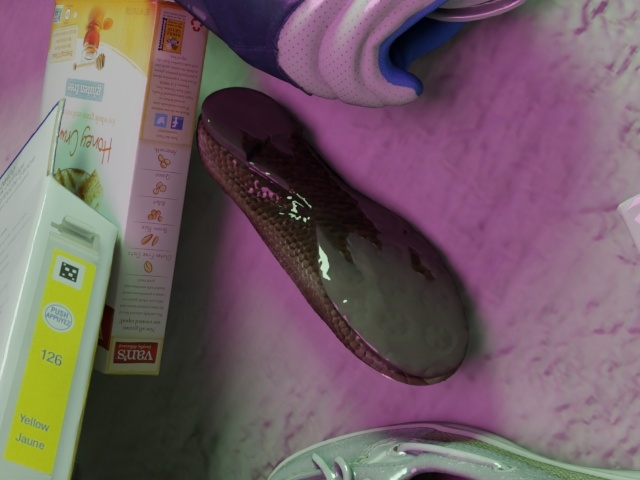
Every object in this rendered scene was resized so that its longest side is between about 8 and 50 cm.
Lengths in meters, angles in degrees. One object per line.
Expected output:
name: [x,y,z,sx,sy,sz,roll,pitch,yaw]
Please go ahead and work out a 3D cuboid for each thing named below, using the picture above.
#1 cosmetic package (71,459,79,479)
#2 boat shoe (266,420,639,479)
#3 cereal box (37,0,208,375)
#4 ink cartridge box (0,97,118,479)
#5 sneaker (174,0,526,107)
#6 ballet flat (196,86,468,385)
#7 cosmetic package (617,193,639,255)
cosmetic package: [-0.240,0.168,0.960,0.115,0.041,0.060,27,103,34]
boat shoe: [0.083,0.167,0.687,0.320,0.103,0.118,3,90,36]
cereal box: [-0.149,-0.043,0.868,0.173,0.047,0.240,15,97,55]
ink cartridge box: [-0.236,0.110,0.830,0.303,0.072,0.307,-42,29,39]
sneaker: [0.051,-0.235,0.730,0.236,0.130,0.323,32,97,16]
ballet flat: [0.000,0.000,0.779,0.250,0.084,0.058,48,143,28]
cosmetic package: [0.267,-0.026,0.585,0.239,0.060,0.099,-31,69,32]
